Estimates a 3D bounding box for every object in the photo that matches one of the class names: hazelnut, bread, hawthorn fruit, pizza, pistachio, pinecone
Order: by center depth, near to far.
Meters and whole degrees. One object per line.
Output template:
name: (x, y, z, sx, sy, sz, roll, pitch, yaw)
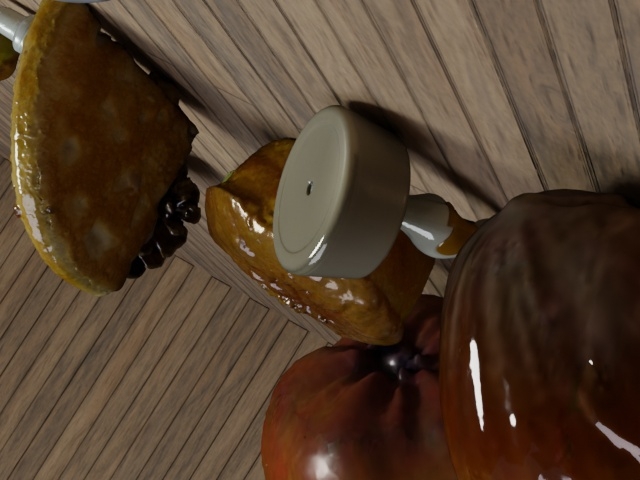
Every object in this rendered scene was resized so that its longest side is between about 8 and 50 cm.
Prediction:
hazelnut: (0.253, 0.123, 1.294, 0.372, 0.315, 0.372, 33, 144, 28)
bread: (0.000, 0.002, 1.907, 0.312, 0.172, 0.312, 34, 168, 8)
pizza: (-0.282, -0.124, 1.928, 0.114, 0.277, 0.409, 19, 130, 35)
hawthorn fruit: (0.152, 0.314, 2.140, 0.471, 0.472, 0.472, 31, 172, 5)
pistachio: (-0.499, -0.296, 2.227, 0.110, 0.100, 0.189, 53, -172, 19)
pinecone: (-0.309, -0.066, 2.455, 0.257, 0.243, 0.243, -28, 132, 29)

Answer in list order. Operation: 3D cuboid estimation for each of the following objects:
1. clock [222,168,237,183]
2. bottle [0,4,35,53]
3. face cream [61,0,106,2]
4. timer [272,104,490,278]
clock: (-0.041, -0.021, 2.243, 0.232, 0.069, 0.170, 33, 171, -14)
bottle: (-0.373, -0.267, 2.057, 0.217, 0.060, 0.060, 31, 172, 7)
face cream: (-0.218, -0.263, 1.321, 0.104, 0.117, 0.117, 20, 168, 21)
timer: (0.105, -0.020, 1.577, 0.266, 0.175, 0.175, 15, 178, -23)
